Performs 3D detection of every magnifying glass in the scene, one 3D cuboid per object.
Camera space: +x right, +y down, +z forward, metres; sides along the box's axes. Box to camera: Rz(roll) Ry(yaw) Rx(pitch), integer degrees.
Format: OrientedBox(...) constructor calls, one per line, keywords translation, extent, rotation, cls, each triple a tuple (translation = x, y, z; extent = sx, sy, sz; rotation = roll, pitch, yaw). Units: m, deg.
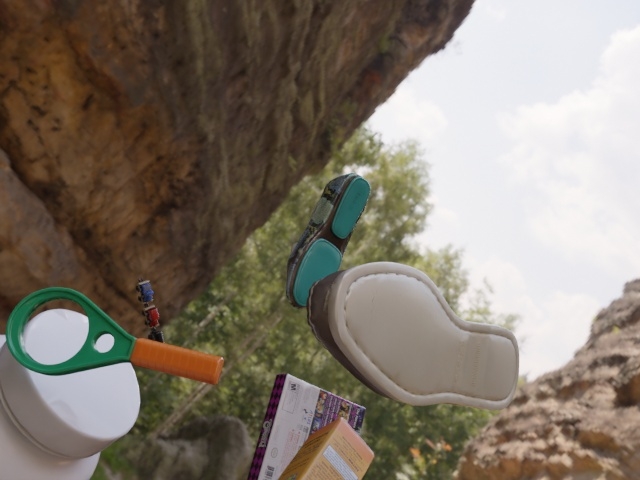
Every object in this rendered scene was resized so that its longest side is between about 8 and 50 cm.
OrientedBox(translation=(-0.214, 0.109, 0.796), extent=(0.230, 0.092, 0.026), rotation=(12, -20, 9), cls="magnifying glass")

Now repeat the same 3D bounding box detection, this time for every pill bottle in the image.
OrientedBox(translation=(-0.427, 0.263, 0.953), extent=(0.229, 0.407, 0.229), rotation=(46, 20, -23), cls="pill bottle")

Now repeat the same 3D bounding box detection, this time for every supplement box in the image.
OrientedBox(translation=(-0.018, 0.333, 0.988), extent=(0.080, 0.078, 0.233), rotation=(49, 34, -3), cls="supplement box")

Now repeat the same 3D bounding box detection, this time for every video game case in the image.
OrientedBox(translation=(-0.024, 0.392, 1.428), extent=(0.210, 0.232, 0.041), rotation=(29, -25, -32), cls="video game case")

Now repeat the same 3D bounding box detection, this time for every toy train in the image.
OrientedBox(translation=(-0.348, 0.154, 1.576), extent=(0.036, 0.027, 0.158), rotation=(-1, -76, 51), cls="toy train")

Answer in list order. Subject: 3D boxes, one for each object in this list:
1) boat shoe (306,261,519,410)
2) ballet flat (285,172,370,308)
OrientedBox(translation=(0.084, 0.098, 0.740), extent=(0.096, 0.117, 0.324), rotation=(2, -15, 40), cls="boat shoe")
OrientedBox(translation=(0.000, 0.000, 0.951), extent=(0.070, 0.188, 0.070), rotation=(27, -20, 11), cls="ballet flat")
